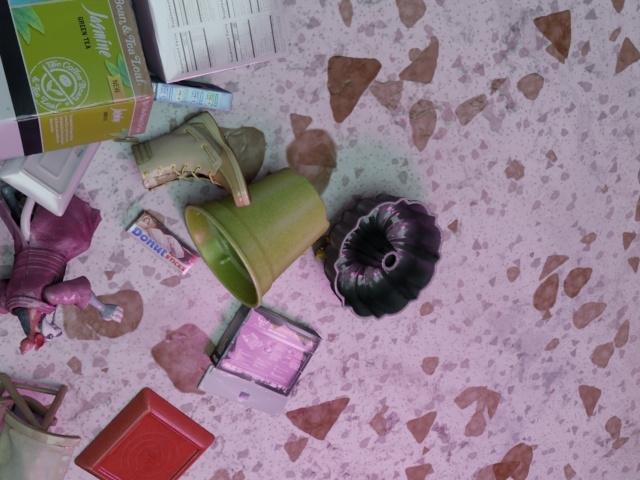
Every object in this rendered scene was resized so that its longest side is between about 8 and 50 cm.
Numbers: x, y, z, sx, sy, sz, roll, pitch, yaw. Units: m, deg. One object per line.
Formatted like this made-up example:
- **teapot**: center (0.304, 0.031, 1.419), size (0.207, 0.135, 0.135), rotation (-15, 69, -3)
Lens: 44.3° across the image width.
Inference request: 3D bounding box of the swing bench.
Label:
- **swing bench**: center (-0.657, 0.472, 1.729), size (0.165, 0.255, 0.253), rotation (17, 100, -28)

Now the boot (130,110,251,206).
- **boot**: center (-0.280, -0.145, 1.690), size (0.203, 0.262, 0.095), rotation (-25, 153, -12)

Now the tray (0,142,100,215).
- **tray**: center (-0.521, -0.193, 1.583), size (0.145, 0.030, 0.270), rotation (39, 49, -30)

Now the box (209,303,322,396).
- **box**: center (-0.137, 0.275, 2.001), size (0.231, 0.056, 0.183), rotation (28, 95, -29)

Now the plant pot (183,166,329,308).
- **plant pot**: center (-0.129, -0.030, 1.799), size (0.254, 0.276, 0.276), rotation (-37, 119, -21)

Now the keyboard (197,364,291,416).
- **keyboard**: center (-0.194, 0.394, 2.046), size (0.256, 0.014, 0.072), rotation (27, 101, -29)

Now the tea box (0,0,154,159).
- **tea box**: center (-0.509, -0.352, 1.449), size (0.323, 0.220, 0.329), rotation (-15, 84, -20)

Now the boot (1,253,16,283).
- **boot**: center (-0.663, 0.076, 1.705), size (0.121, 0.045, 0.099), rotation (12, 103, -31)

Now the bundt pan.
- **bundt pan**: center (0.143, 0.030, 1.983), size (0.331, 0.124, 0.331), rotation (-13, 117, -28)

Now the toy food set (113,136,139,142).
- **toy food set**: center (-0.412, -0.269, 1.694), size (0.078, 0.019, 0.122), rotation (-1, 125, -29)

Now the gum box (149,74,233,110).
- **gum box**: center (-0.296, -0.315, 1.661), size (0.184, 0.157, 0.041), rotation (3, 106, -24)

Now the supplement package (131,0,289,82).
- **supplement package**: center (-0.231, -0.458, 1.613), size (0.263, 0.199, 0.198), rotation (-17, 115, -18)

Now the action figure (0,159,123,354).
- **action figure**: center (-0.547, 0.046, 1.562), size (0.248, 0.370, 0.275), rotation (-8, 145, 4)

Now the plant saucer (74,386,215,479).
- **plant saucer**: center (-0.431, 0.535, 1.971), size (0.258, 0.048, 0.259), rotation (-46, 119, -3)

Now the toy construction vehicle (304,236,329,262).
- **toy construction vehicle**: center (0.000, 0.000, 1.979), size (0.086, 0.035, 0.098), rotation (24, 98, -38)

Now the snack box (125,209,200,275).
- **snack box**: center (-0.363, 0.007, 1.824), size (0.064, 0.022, 0.178), rotation (-48, 120, 0)
